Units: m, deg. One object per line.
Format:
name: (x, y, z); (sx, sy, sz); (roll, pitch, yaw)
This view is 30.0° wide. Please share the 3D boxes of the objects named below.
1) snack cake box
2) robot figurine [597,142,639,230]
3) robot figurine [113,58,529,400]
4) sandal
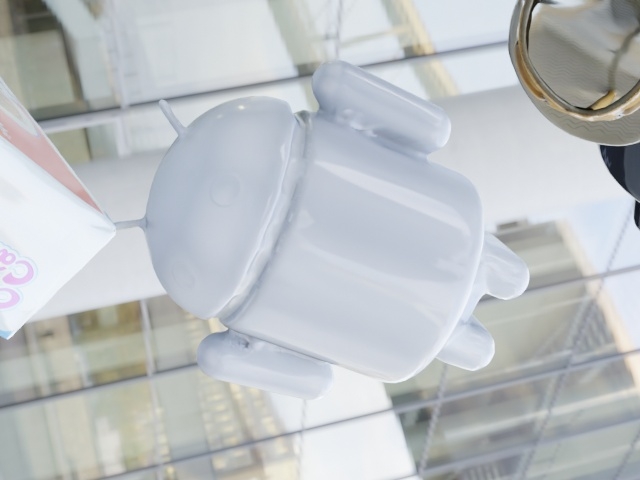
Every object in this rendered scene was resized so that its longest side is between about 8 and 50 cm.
snack cake box: (-0.238, -0.074, 0.678); (0.152, 0.089, 0.264); (45, 0, -42)
robot figurine: (0.248, -0.116, 0.696); (0.209, 0.173, 0.278); (-108, -172, -46)
robot figurine: (0.000, 0.000, 1.040); (0.300, 0.353, 0.200); (-66, -164, 7)
sandal: (0.102, -0.073, 0.437); (0.180, 0.072, 0.049); (74, 34, -71)
